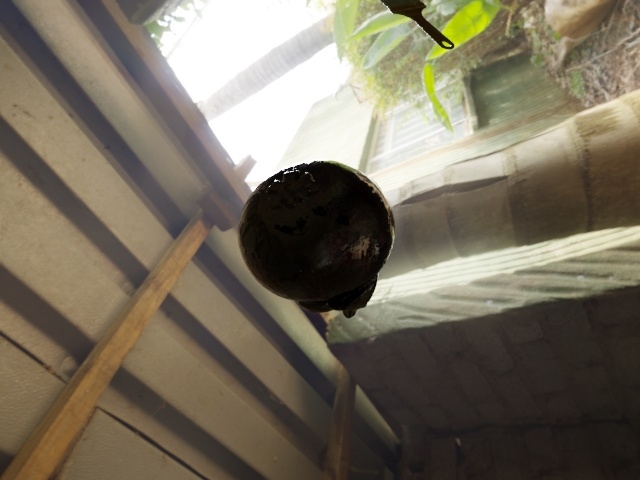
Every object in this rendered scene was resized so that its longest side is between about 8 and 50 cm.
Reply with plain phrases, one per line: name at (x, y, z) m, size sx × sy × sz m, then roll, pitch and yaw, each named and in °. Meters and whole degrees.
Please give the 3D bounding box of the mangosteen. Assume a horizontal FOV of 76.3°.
mangosteen at (-0.004, -0.008, 0.833) m, size 0.330 × 0.330 × 0.329 m, roll 40°, pitch -140°, yaw -44°

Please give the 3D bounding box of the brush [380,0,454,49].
brush at (0.204, -0.439, 0.815) m, size 0.011 × 0.083 × 0.205 m, roll 100°, pitch 147°, yaw -56°
